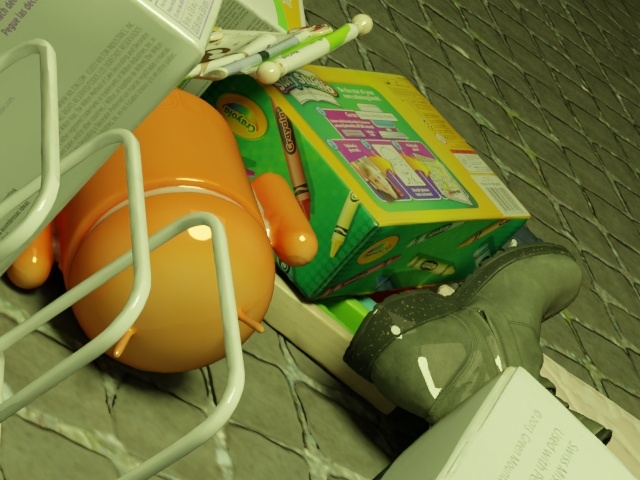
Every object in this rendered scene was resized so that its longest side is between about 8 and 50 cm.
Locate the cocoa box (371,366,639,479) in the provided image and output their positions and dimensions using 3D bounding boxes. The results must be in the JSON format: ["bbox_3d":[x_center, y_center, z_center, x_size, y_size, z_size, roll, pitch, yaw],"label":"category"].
[{"bbox_3d":[0.020,0.248,0.568,0.231,0.228,0.347,45,31,-1],"label":"cocoa box"}]

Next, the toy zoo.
[{"bbox_3d":[0.000,0.000,1.409,0.192,0.030,0.293,39,22,-8],"label":"toy zoo"}]

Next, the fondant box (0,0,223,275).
[{"bbox_3d":[-0.246,-0.142,0.953,0.330,0.238,0.096,36,35,-18],"label":"fondant box"}]

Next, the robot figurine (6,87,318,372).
[{"bbox_3d":[-0.100,-0.007,1.126,0.158,0.128,0.219,31,24,-34],"label":"robot figurine"}]

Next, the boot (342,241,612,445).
[{"bbox_3d":[0.140,0.096,1.280,0.161,0.083,0.246,44,37,23],"label":"boot"}]

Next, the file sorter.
[{"bbox_3d":[-0.187,-0.011,0.835,0.278,0.173,0.193,48,16,-30],"label":"file sorter"}]

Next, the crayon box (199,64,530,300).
[{"bbox_3d":[0.030,-0.048,1.395,0.165,0.081,0.278,50,23,18],"label":"crayon box"}]

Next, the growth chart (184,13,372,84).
[{"bbox_3d":[-0.103,-0.132,1.273,0.237,0.021,0.172,5,21,22],"label":"growth chart"}]

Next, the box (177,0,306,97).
[{"bbox_3d":[-0.087,-0.184,1.488,0.103,0.114,0.203,35,22,-21],"label":"box"}]

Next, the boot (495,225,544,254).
[{"bbox_3d":[0.147,-0.001,1.610,0.086,0.069,0.190,43,20,7],"label":"boot"}]

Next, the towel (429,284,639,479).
[{"bbox_3d":[0.204,0.206,1.352,0.317,0.053,0.332,35,23,-17],"label":"towel"}]
